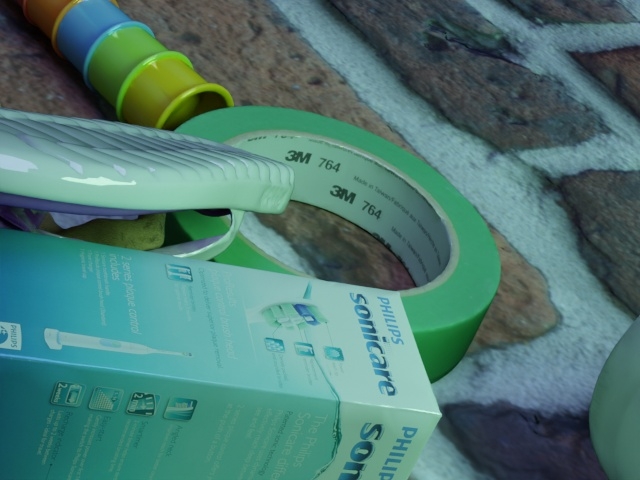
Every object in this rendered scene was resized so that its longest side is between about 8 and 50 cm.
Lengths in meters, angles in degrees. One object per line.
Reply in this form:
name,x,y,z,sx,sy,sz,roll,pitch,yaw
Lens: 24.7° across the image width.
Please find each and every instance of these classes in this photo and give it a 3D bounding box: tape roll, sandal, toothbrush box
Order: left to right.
sandal,-0.133,-0.022,0.998,0.169,0.102,0.416,17,8,26
toothbrush box,-0.104,0.127,0.928,0.295,0.216,0.126,9,35,-19
tape roll,0.000,0.000,1.303,0.321,0.077,0.321,15,34,-11

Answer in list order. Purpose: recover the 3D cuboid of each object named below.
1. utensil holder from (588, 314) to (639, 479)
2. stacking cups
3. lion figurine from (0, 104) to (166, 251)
utensil holder,0.413,0.221,1.019,0.328,0.327,0.385,6,39,-25
stacking cups,-0.215,-0.199,1.438,0.096,0.096,0.316,-14,48,-43
lion figurine,-0.249,-0.009,1.091,0.392,0.142,0.240,23,18,13
